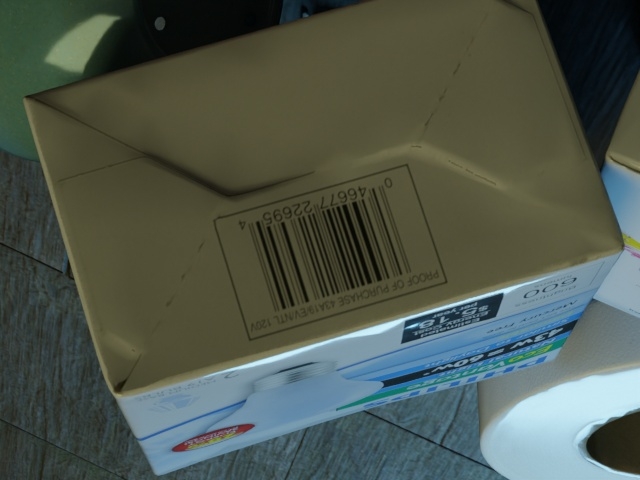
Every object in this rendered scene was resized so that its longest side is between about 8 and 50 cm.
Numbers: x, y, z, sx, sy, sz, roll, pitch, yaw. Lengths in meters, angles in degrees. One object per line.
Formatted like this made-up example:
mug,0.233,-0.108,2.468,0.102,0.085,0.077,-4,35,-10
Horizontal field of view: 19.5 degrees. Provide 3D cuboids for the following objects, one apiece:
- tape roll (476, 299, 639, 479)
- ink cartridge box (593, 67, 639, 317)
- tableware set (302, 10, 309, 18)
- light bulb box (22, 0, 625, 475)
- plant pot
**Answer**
tape roll,0.334,0.148,1.673,0.392,0.072,0.392,0,154,0
ink cartridge box,0.312,-0.057,1.350,0.197,0.198,0.270,22,162,8
tableware set,-0.017,-0.163,1.659,0.154,0.024,0.104,20,149,10
light bulb box,0.000,0.000,1.378,0.358,0.225,0.361,-16,165,-4
plant pot,-0.141,-0.193,1.409,0.195,0.290,0.290,11,149,51
